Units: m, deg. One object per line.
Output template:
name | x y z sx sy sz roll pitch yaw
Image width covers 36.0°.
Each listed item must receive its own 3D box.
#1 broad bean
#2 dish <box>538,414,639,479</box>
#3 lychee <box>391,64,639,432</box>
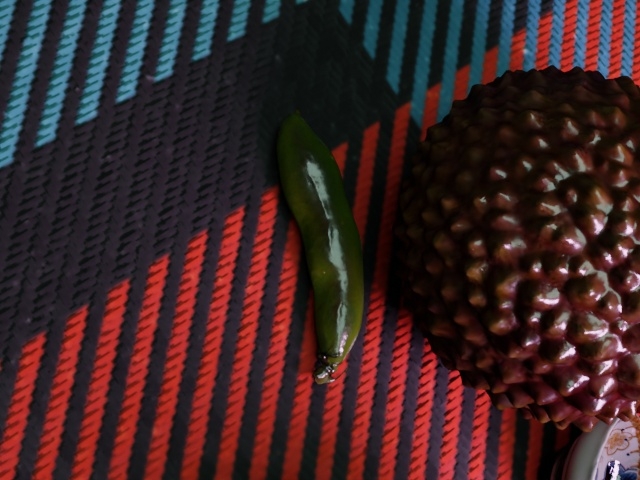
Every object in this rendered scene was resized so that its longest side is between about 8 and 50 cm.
broad bean | 0.004 0.000 0.895 0.065 0.046 0.254 -9 81 -7
dish | 0.241 0.221 0.914 0.141 0.078 0.141 -10 102 -51
lychee | 0.211 -0.002 0.840 0.306 0.330 0.306 -10 109 -31
